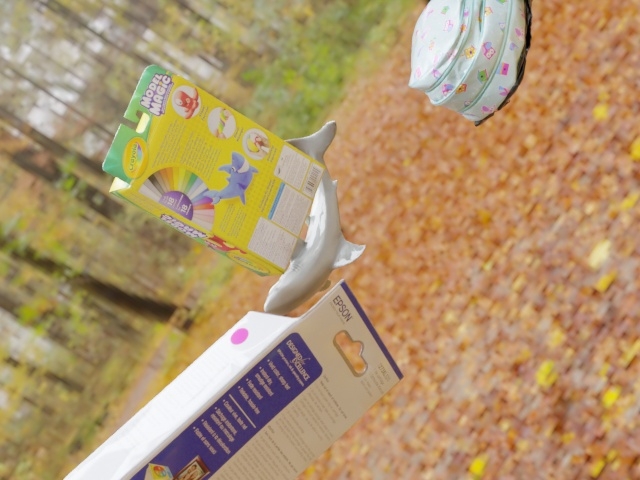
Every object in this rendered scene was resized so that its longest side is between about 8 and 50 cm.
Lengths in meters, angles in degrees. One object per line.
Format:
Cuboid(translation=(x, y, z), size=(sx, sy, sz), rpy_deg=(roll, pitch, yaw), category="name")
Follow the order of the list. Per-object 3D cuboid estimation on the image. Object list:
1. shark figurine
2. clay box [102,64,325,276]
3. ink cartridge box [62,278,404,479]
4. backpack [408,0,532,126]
Cuboid(translation=(0.014, -0.020, 1.943), size=(0.116, 0.166, 0.278), rpy_deg=(4, 82, 38), category="shark figurine")
Cuboid(translation=(-0.111, -0.068, 1.353), size=(0.053, 0.222, 0.127), rpy_deg=(-10, 55, 57), category="clay box")
Cuboid(translation=(-0.094, 0.199, 1.345), size=(0.371, 0.175, 0.069), rpy_deg=(-40, 44, -9), category="ink cartridge box")
Cuboid(translation=(0.166, -0.216, 1.497), size=(0.152, 0.115, 0.182), rpy_deg=(126, 160, -50), category="backpack")
